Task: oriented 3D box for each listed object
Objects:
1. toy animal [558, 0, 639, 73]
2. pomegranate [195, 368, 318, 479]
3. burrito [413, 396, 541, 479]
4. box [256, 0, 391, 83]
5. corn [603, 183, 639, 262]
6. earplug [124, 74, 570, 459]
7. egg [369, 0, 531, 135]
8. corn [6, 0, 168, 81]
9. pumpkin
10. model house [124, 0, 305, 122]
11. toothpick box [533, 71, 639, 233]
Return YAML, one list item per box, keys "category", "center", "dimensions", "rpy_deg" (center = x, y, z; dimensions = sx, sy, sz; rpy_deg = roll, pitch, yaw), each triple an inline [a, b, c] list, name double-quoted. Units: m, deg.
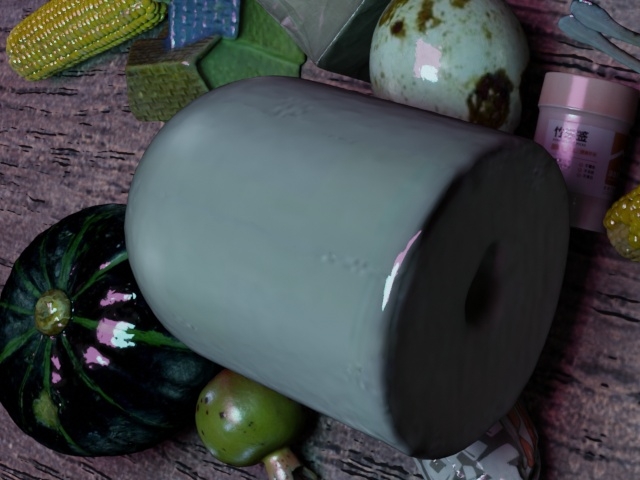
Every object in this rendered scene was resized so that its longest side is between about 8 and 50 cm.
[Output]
- category: "toy animal"
  center: [0.412, -0.181, 1.528]
  dimensions: [0.302, 0.284, 0.225]
  rpy_deg: [43, 151, 9]
- category: "pomegranate"
  center: [-0.060, 0.204, 1.931]
  dimensions: [0.159, 0.129, 0.129]
  rpy_deg: [34, 104, 11]
- category: "burrito"
  center: [0.129, 0.156, 1.806]
  dimensions: [0.139, 0.101, 0.445]
  rpy_deg: [-37, 60, 14]
- category: "box"
  center: [0.062, -0.309, 1.896]
  dimensions: [0.231, 0.149, 0.155]
  rpy_deg: [-51, 58, 19]
- category: "corn"
  center: [0.389, -0.054, 1.647]
  dimensions: [0.262, 0.097, 0.097]
  rpy_deg: [-30, 66, 30]
- category: "earplug"
  center: [0.000, 0.000, 1.683]
  dimensions: [0.394, 0.313, 0.312]
  rpy_deg: [21, 95, 32]
- category: "egg"
  center: [0.136, -0.163, 1.808]
  dimensions: [0.169, 0.169, 0.231]
  rpy_deg: [-4, 90, 36]
- category: "corn"
  center: [-0.296, -0.278, 2.193]
  dimensions: [0.244, 0.093, 0.093]
  rpy_deg: [-21, 71, 33]
- category: "pumpkin"
  center: [-0.250, 0.105, 2.013]
  dimensions: [0.315, 0.238, 0.315]
  rpy_deg: [-10, 72, 34]
- category: "model house"
  center: [-0.144, -0.236, 2.017]
  dimensions: [0.195, 0.189, 0.214]
  rpy_deg: [3, 86, 35]
- category: "toothpick box"
  center: [0.259, -0.087, 1.746]
  dimensions: [0.098, 0.098, 0.149]
  rpy_deg: [14, 92, 37]
